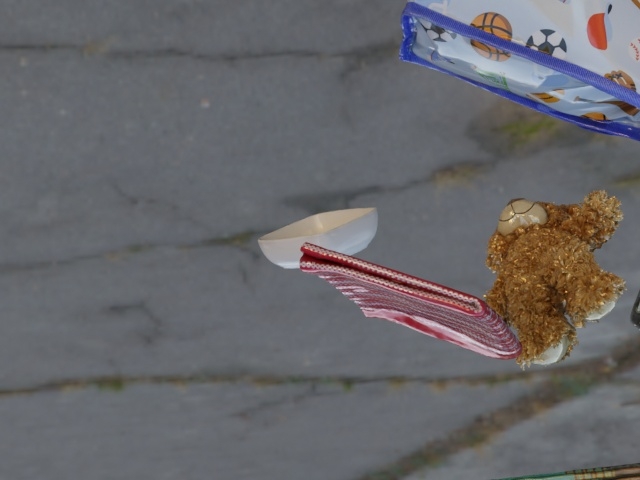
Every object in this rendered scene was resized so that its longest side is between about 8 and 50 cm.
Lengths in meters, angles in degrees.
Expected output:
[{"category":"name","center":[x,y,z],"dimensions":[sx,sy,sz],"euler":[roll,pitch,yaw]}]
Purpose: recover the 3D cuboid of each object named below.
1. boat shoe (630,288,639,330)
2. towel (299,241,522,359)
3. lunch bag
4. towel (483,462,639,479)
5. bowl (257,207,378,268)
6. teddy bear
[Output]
[{"category":"boat shoe","center":[0.591,0.010,2.115],"dimensions":[0.119,0.335,0.121],"euler":[27,-168,38]},{"category":"towel","center":[0.100,0.069,1.341],"dimensions":[0.198,0.031,0.275],"euler":[17,172,19]},{"category":"lunch bag","center":[0.327,-0.319,1.581],"dimensions":[0.385,0.328,0.239],"euler":[19,174,6]},{"category":"towel","center":[0.171,0.356,1.310],"dimensions":[0.370,0.271,0.040],"euler":[-9,-156,7]},{"category":"bowl","center":[0.000,0.000,1.805],"dimensions":[0.142,0.053,0.142],"euler":[-3,-165,45]},{"category":"teddy bear","center":[0.302,0.036,1.740],"dimensions":[0.113,0.338,0.245],"euler":[33,129,-17]}]
